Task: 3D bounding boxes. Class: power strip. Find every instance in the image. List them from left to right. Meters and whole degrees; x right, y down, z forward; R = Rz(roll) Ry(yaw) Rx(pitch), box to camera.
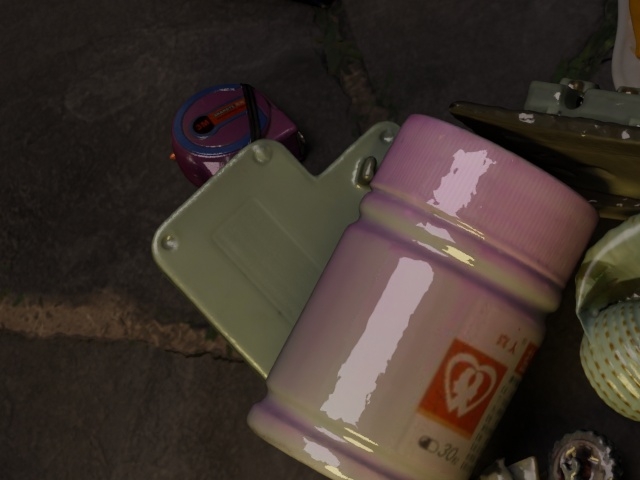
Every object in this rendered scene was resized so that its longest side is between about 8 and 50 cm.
[{"bbox_3d":[0.000,0.000,1.841,0.261,0.141,0.229,-43,89,-7],"label":"power strip"},{"bbox_3d":[0.275,-0.082,1.690,0.257,0.251,0.092,10,73,33],"label":"power strip"}]

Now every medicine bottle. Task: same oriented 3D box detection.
[{"bbox_3d":[0.091,0.071,1.708,0.202,0.202,0.316,27,88,34],"label":"medicine bottle"}]

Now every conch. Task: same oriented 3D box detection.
[{"bbox_3d":[0.317,0.070,1.685,0.200,0.131,0.172,-22,61,15],"label":"conch"}]

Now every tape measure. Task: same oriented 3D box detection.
[{"bbox_3d":[-0.091,-0.101,2.004,0.118,0.074,0.125,-30,51,-13],"label":"tape measure"}]

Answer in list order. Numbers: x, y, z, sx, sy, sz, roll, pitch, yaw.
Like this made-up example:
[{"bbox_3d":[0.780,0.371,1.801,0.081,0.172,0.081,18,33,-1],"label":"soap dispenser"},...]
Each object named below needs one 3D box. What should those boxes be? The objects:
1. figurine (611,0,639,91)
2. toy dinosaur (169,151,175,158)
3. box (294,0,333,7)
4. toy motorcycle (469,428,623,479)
[{"bbox_3d":[0.330,-0.247,1.786,0.166,0.141,0.250,12,79,31],"label":"figurine"},{"bbox_3d":[-0.095,-0.009,1.997,0.101,0.055,0.279,-39,56,-11],"label":"toy dinosaur"},{"bbox_3d":[-0.116,-0.328,2.056,0.259,0.168,0.071,18,84,33],"label":"box"},{"bbox_3d":[0.177,0.262,1.720,0.229,0.094,0.130,-31,64,29],"label":"toy motorcycle"}]
